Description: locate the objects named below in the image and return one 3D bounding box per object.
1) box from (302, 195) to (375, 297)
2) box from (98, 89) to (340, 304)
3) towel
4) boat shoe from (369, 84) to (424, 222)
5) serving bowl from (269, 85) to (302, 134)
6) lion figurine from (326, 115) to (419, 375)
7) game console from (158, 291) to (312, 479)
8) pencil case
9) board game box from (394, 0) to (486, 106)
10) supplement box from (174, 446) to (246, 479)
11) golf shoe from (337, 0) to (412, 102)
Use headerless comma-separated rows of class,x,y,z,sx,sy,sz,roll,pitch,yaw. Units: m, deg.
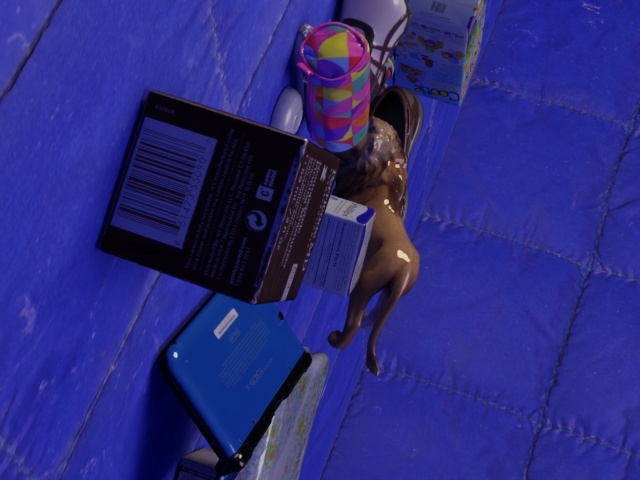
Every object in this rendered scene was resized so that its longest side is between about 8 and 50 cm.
box,0.000,0.000,1.943,0.072,0.137,0.126,-49,155,-64
box,-0.095,-0.039,1.299,0.203,0.167,0.168,8,99,-80
towel,-0.091,0.355,2.229,0.374,0.090,0.320,-13,117,-78
boat shoe,0.105,-0.133,2.371,0.120,0.122,0.324,17,83,-74
serving bowl,-0.043,-0.166,1.746,0.083,0.027,0.083,19,90,-80
lion figurine,0.089,-0.001,2.067,0.240,0.142,0.392,-48,-133,30
game console,-0.141,0.217,1.702,0.173,0.250,0.293,-28,-169,26
pencil case,0.018,-0.212,1.793,0.236,0.104,0.104,78,31,-68
board game box,0.230,-0.399,2.457,0.275,0.144,0.142,85,25,-66
supplement box,-0.189,0.431,1.867,0.130,0.073,0.239,10,98,-78
golf shoe,0.064,-0.289,1.904,0.120,0.105,0.273,-55,161,-36
